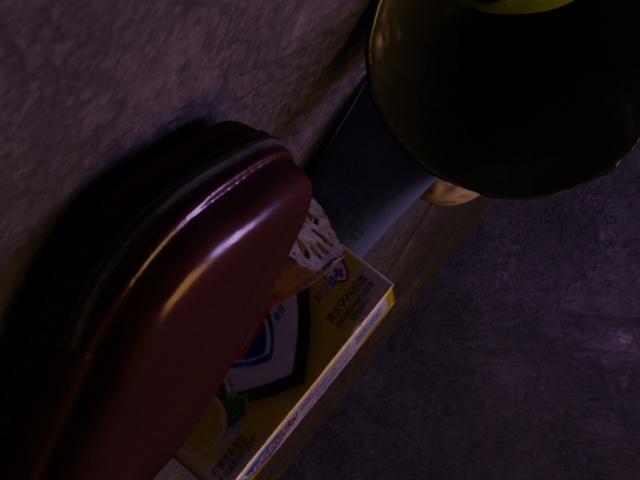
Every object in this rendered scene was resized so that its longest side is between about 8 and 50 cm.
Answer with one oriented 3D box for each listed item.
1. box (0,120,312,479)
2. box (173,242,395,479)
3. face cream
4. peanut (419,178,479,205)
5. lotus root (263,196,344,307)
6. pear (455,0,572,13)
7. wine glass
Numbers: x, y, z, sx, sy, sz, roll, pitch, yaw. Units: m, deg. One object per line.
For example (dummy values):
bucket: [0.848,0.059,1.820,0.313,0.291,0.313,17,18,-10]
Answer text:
box: [-0.145,0.082,1.149,0.263,0.108,0.404,-39,163,-50]
box: [-0.069,0.103,1.411,0.265,0.168,0.097,-49,171,-9]
face cream: [0.000,0.000,1.524,0.086,0.135,0.385,-6,140,-49]
peanut: [0.204,-0.179,1.734,0.305,0.147,0.147,-55,169,16]
lotus root: [-0.048,-0.001,1.308,0.081,0.112,0.122,-39,175,28]
pear: [0.154,-0.273,1.098,0.219,0.187,0.187,-54,174,-42]
wine glass: [0.228,-0.219,1.430,0.267,0.267,0.406,-57,174,26]
